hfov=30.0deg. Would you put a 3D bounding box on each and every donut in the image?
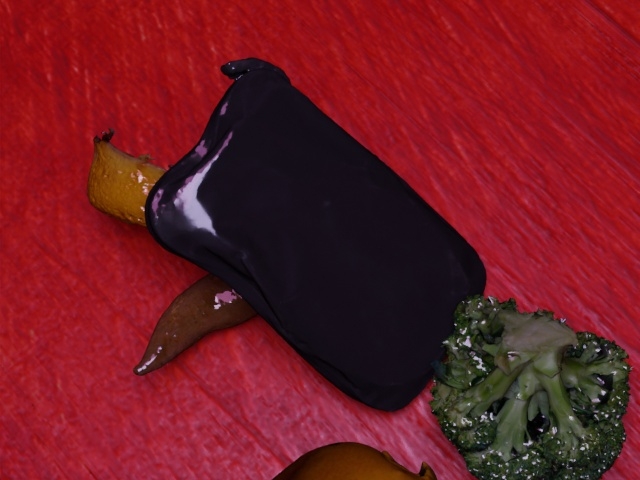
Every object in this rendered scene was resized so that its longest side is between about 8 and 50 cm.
[{"bbox_3d":[-0.149,-0.041,1.147,0.181,0.146,0.078,24,88,7],"label":"donut"}]

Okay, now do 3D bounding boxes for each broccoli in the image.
[{"bbox_3d":[0.186,0.130,1.059,0.195,0.156,0.195,-3,36,2],"label":"broccoli"}]

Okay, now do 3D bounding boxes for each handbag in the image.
[{"bbox_3d":[-0.002,-0.002,1.088,0.332,0.075,0.191,41,75,-18],"label":"handbag"}]

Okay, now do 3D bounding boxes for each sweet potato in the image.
[{"bbox_3d":[-0.063,0.043,1.149,0.281,0.059,0.067,-31,58,-10],"label":"sweet potato"}]

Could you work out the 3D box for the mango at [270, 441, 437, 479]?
[{"bbox_3d":[-0.014,0.283,0.983,0.153,0.201,0.287,38,57,16],"label":"mango"}]
